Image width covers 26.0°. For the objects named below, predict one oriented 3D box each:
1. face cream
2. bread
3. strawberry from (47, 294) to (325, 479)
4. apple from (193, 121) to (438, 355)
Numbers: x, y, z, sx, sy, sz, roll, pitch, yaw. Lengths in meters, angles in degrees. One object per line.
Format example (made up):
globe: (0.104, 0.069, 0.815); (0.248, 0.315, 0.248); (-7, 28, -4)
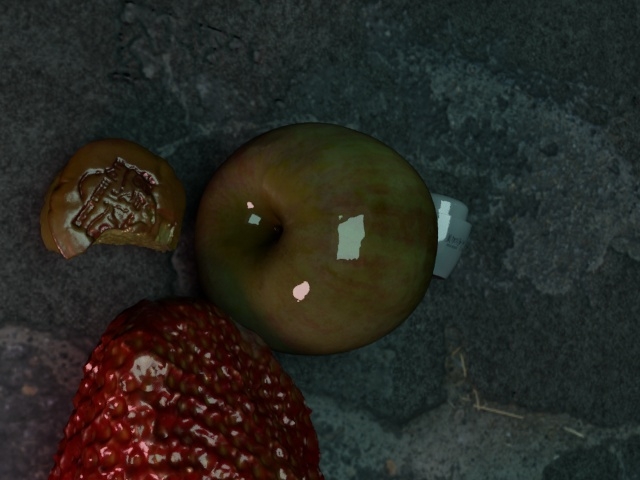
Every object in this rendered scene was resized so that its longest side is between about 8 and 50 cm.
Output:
face cream: (0.131, -0.006, 1.651); (0.091, 0.091, 0.095); (17, 83, -24)
bread: (-0.224, -0.043, 1.476); (0.156, 0.086, 0.125); (-5, 85, -28)
strawberry: (-0.138, 0.224, 1.390); (0.312, 0.267, 0.351); (-18, 103, -49)
apple: (0.000, 0.000, 1.507); (0.234, 0.257, 0.256); (10, 78, -57)
